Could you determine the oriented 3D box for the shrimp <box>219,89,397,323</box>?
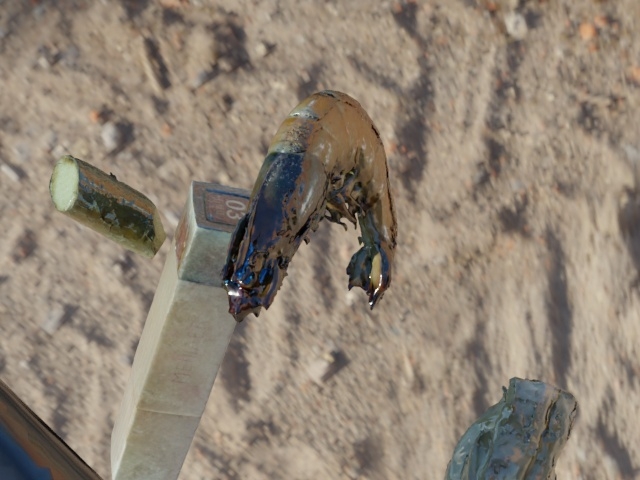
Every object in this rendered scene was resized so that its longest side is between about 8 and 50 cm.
[{"bbox_3d":[0.000,0.000,1.380,0.054,0.222,0.290,-2,42,35],"label":"shrimp"}]

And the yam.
[{"bbox_3d":[-0.234,-0.038,1.618,0.070,0.146,0.069,-46,28,32],"label":"yam"}]

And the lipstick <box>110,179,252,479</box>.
[{"bbox_3d":[-0.144,0.109,1.503,0.076,0.371,0.079,9,38,-17],"label":"lipstick"}]

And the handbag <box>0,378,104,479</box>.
[{"bbox_3d":[-0.215,0.173,0.772,0.342,0.288,0.152,45,62,6],"label":"handbag"}]

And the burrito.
[{"bbox_3d":[0.076,0.165,0.675,0.058,0.229,0.063,3,18,-7],"label":"burrito"}]
